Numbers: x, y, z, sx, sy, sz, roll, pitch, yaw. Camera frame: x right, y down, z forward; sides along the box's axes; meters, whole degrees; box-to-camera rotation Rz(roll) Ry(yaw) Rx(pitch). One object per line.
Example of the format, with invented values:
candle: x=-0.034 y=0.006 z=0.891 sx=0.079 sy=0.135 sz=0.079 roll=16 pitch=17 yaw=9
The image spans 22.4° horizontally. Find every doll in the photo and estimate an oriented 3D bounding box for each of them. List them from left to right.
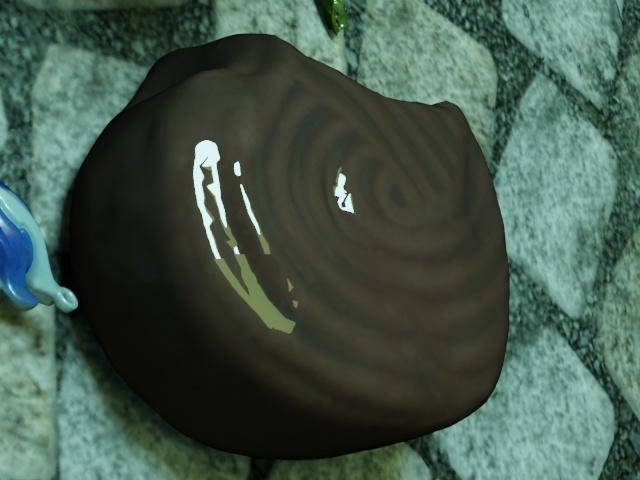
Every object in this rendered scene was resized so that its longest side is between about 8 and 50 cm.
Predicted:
doll: x=-0.223 y=-0.015 z=0.980 sx=0.195 sy=0.070 sz=0.096 roll=41 pitch=20 yaw=-25

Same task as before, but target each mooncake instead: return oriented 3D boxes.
mooncake: x=0.000 y=0.000 z=1.131 sx=0.326 sy=0.174 sz=0.334 roll=49 pitch=48 yaw=-20

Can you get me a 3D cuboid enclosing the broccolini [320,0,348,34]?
broccolini: x=-0.004 y=-0.269 z=1.310 sx=0.058 sy=0.074 sz=0.201 roll=-31 pitch=113 yaw=-49
